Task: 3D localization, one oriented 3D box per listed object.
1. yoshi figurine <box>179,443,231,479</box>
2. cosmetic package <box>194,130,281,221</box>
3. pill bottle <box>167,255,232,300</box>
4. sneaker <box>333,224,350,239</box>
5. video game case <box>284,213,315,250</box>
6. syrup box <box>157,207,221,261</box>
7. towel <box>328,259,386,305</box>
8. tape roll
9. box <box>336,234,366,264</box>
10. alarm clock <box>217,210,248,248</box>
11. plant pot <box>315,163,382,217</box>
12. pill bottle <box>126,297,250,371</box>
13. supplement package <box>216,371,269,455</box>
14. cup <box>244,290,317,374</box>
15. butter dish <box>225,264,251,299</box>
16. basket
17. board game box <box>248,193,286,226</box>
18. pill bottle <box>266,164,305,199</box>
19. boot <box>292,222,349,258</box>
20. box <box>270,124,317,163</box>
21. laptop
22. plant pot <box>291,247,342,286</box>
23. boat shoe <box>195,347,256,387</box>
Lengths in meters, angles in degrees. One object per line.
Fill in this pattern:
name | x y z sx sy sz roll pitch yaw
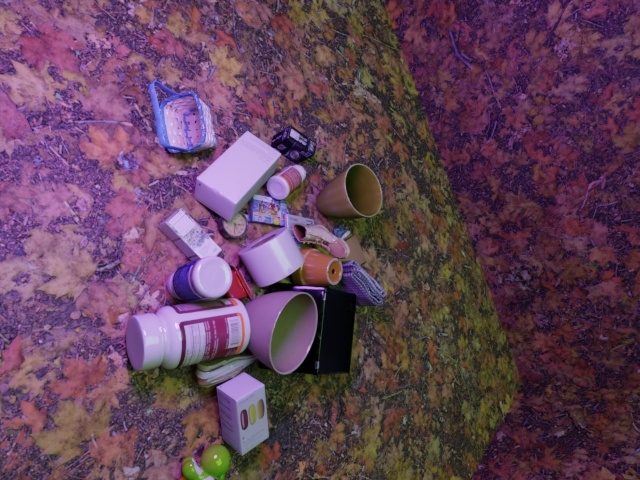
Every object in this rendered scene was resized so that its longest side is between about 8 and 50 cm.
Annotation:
yoshi figurine | -0.348 0.900 1.553 0.362 0.203 0.203 53 34 -16
cosmetic package | -0.354 -0.283 1.815 0.197 0.155 0.365 35 55 0
pill bottle | -0.460 0.151 1.572 0.153 0.264 0.153 14 70 -41
sneaker | 0.090 -0.024 2.278 0.076 0.065 0.166 48 46 -2
video game case | -0.099 -0.022 2.091 0.212 0.023 0.193 9 73 -53
syrup box | -0.518 -0.007 1.673 0.237 0.096 0.093 51 53 -22
towel | 0.166 0.231 2.156 0.284 0.235 0.121 46 59 -25
tape roll | -0.212 0.071 1.836 0.246 0.246 0.169 -39 106 -41
box | 0.163 0.081 2.335 0.201 0.021 0.164 -31 101 -43
alarm clock | -0.376 -0.052 1.838 0.129 0.064 0.192 -32 98 -43
plant pot | 0.122 -0.223 2.185 0.274 0.293 0.275 12 72 -40
pill bottle | -0.477 0.341 1.535 0.392 0.224 0.224 -1 80 -42
supplement package | -0.300 0.667 1.628 0.139 0.134 0.244 -19 113 -43
cup | -0.196 0.349 1.721 0.331 0.237 0.331 -25 120 -54
butter dish | -0.372 0.193 1.746 0.118 0.160 0.160 -28 99 -19
basket | -0.552 -0.463 1.663 0.289 0.201 0.255 10 69 -74
board game box | -0.249 -0.142 1.999 0.201 0.035 0.136 10 73 -41
pill bottle | -0.159 -0.292 2.050 0.121 0.121 0.216 60 37 -13
boot | 0.000 0.000 2.020 0.203 0.095 0.262 6 31 -51
box | -0.134 -0.478 2.113 0.180 0.147 0.077 27 62 -36
laptop | -0.044 0.412 1.956 0.408 0.236 0.382 5 78 3
plant pot | -0.004 0.141 2.018 0.205 0.188 0.205 -3 94 -52
boat shoe | -0.370 0.497 1.688 0.302 0.113 0.103 -2 107 -49
